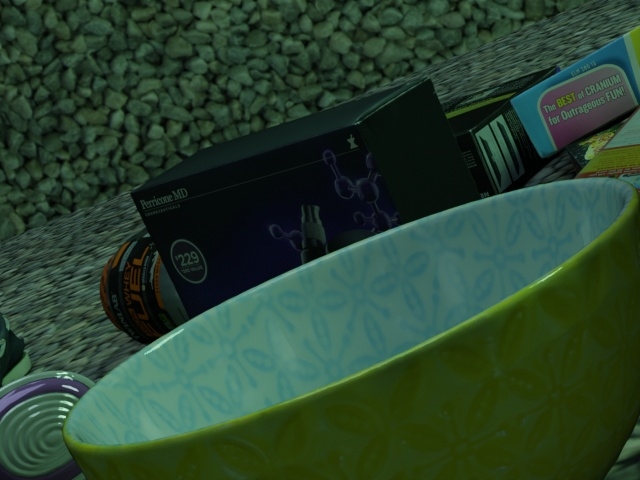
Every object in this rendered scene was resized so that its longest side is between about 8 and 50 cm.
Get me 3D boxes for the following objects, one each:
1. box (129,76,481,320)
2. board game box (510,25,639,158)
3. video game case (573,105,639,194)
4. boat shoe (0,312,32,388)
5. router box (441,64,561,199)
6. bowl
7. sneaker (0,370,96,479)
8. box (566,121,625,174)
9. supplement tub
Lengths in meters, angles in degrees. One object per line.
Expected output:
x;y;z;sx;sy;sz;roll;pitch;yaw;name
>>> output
0.000;0.000;1.443;0.261;0.184;0.103;-15;12;44;box
0.350;-0.187;1.773;0.316;0.064;0.242;-30;-2;16;board game box
0.282;-0.056;1.385;0.204;0.025;0.285;-6;26;41;video game case
-0.355;0.130;1.887;0.095;0.079;0.254;-21;10;13;boat shoe
0.092;-0.075;1.967;0.309;0.081;0.243;-17;11;34;router box
0.040;0.097;0.878;0.289;0.156;0.289;-22;10;4;bowl
-0.296;0.196;1.371;0.305;0.114;0.152;-21;-5;-15;sneaker
0.301;-0.076;1.578;0.159;0.044;0.233;-22;9;5;box
-0.122;0.041;1.716;0.117;0.117;0.190;-29;10;-32;supplement tub
